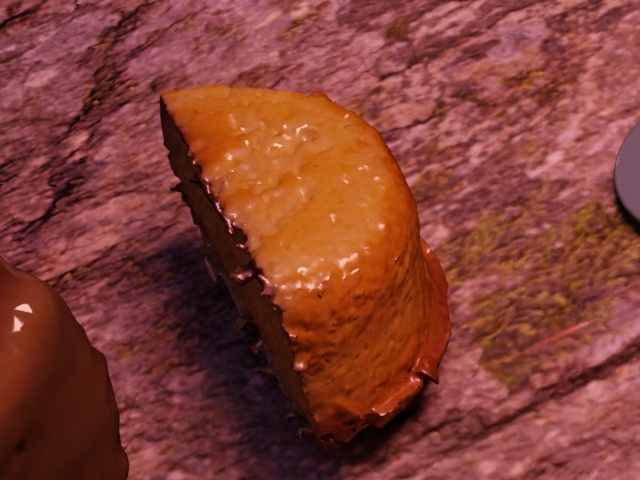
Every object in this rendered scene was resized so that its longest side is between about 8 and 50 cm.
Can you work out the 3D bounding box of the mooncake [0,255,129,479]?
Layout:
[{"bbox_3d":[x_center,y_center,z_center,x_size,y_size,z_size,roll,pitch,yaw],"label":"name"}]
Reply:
[{"bbox_3d":[-0.323,0.090,1.083,0.394,0.246,0.393,-16,51,10],"label":"mooncake"}]

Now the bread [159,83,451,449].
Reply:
[{"bbox_3d":[-0.001,-0.001,1.108,0.147,0.160,0.260,-21,38,-9],"label":"bread"}]

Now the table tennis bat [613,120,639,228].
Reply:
[{"bbox_3d":[0.307,-0.076,1.153,0.237,0.038,0.149,-37,45,-10],"label":"table tennis bat"}]
